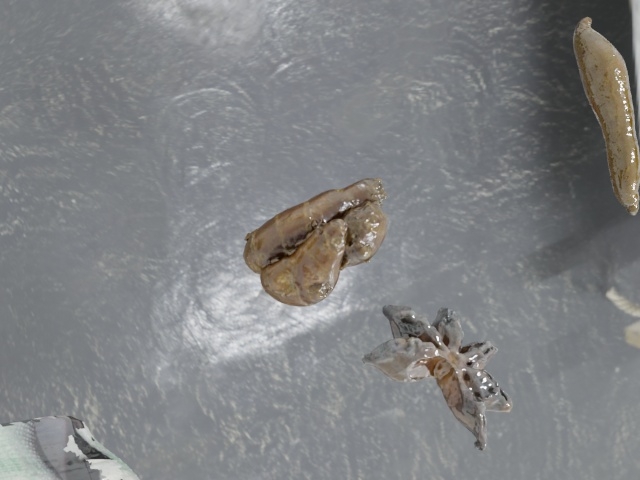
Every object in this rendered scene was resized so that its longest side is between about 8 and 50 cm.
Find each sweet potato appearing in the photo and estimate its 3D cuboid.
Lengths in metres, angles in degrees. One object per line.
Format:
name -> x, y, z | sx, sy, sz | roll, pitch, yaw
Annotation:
sweet potato -> 0.161, -0.070, 0.439 | 0.026, 0.026, 0.115 | -9, 83, -23

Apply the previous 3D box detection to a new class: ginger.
ginger -> 0.000, 0.000, 0.780 | 0.162, 0.103, 0.073 | -33, 136, 7

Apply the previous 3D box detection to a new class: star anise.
star anise -> 0.163, 0.148, 1.021 | 0.208, 0.063, 0.172 | 38, 42, 8

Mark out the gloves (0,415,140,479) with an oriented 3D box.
gloves -> -0.105, 0.178, 0.318 | 0.111, 0.212, 0.127 | -29, 155, 20
